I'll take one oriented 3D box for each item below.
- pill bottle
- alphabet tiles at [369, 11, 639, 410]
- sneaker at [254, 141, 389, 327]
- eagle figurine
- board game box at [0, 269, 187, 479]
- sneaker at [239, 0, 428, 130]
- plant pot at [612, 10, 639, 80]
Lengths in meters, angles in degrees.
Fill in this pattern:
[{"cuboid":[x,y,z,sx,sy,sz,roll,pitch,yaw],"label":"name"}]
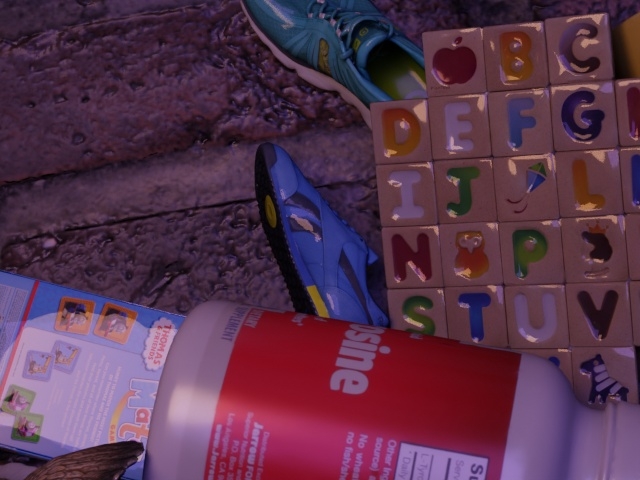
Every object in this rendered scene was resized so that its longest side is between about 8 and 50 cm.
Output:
[{"cuboid":[0.074,0.191,1.360,0.407,0.229,0.229,9,74,7],"label":"pill bottle"},{"cuboid":[0.182,-0.019,1.427,0.285,0.011,0.343,-2,97,27],"label":"alphabet tiles"},{"cuboid":[0.000,0.000,1.515,0.082,0.069,0.209,-16,71,-17],"label":"sneaker"},{"cuboid":[-0.270,0.233,1.330,0.225,0.298,0.226,37,54,24],"label":"eagle figurine"},{"cuboid":[-0.223,0.127,1.503,0.211,0.039,0.160,13,75,9],"label":"board game box"},{"cuboid":[0.037,-0.187,1.541,0.275,0.110,0.107,39,80,15],"label":"sneaker"},{"cuboid":[0.410,-0.131,1.437,0.254,0.254,0.239,-27,89,-4],"label":"plant pot"}]
